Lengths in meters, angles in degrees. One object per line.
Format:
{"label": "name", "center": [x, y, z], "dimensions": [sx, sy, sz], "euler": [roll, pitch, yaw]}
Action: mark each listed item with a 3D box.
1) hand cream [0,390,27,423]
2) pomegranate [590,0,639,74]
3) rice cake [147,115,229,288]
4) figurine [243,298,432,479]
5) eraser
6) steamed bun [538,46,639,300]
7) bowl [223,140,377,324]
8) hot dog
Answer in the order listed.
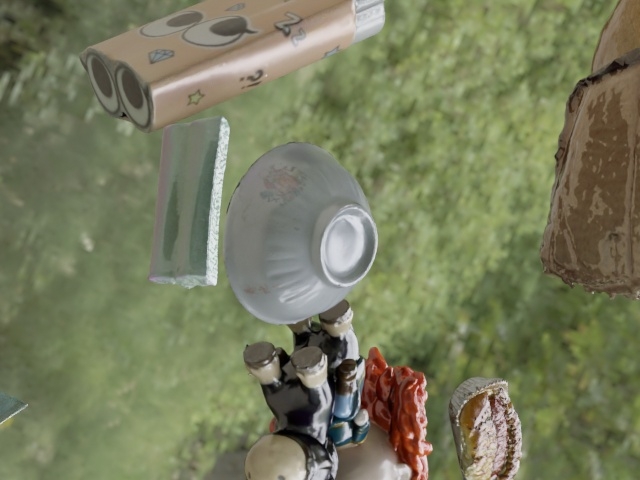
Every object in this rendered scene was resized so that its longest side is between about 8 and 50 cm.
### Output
{"label": "hand cream", "center": [-0.529, 0.188, 1.979], "dimensions": [0.111, 0.312, 0.070], "euler": [-37, 133, -38]}
{"label": "pomegranate", "center": [0.516, -0.178, 1.789], "dimensions": [0.411, 0.411, 0.412], "euler": [-157, -90, -85]}
{"label": "rice cake", "center": [-0.151, -0.044, 1.709], "dimensions": [0.042, 0.080, 0.222], "euler": [62, 26, -56]}
{"label": "figurine", "center": [0.013, 0.254, 1.965], "dimensions": [0.412, 0.241, 0.306], "euler": [54, 32, -61]}
{"label": "eraser", "center": [-0.090, -0.211, 1.587], "dimensions": [0.171, 0.290, 0.087], "euler": [29, -42, 51]}
{"label": "steamed bun", "center": [0.361, -0.051, 1.405], "dimensions": [0.301, 0.199, 0.252], "euler": [-3, -106, 62]}
{"label": "bowl", "center": [0.000, 0.000, 1.492], "dimensions": [0.086, 0.189, 0.189], "euler": [13, -103, 43]}
{"label": "hot dog", "center": [0.203, 0.246, 1.838], "dimensions": [0.099, 0.053, 0.192], "euler": [-30, 127, -26]}
